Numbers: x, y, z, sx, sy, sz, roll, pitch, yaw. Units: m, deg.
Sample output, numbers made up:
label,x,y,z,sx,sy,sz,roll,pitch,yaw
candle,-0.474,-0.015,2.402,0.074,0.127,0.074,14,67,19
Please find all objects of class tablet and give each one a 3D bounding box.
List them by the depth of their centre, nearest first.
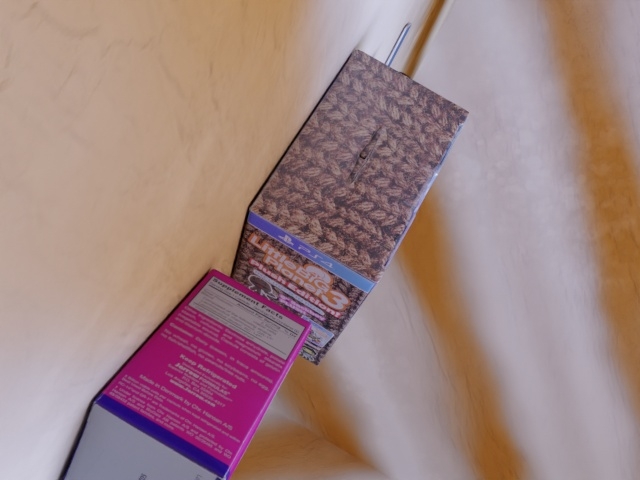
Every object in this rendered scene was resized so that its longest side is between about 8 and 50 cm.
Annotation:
label,x,y,z,sx,sy,sz,roll,pitch,yaw
tablet,0.123,-0.313,1.310,0.083,0.006,0.054,-62,177,27

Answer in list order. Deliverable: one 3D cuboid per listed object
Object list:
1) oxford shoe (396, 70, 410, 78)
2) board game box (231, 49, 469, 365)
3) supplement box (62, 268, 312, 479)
label,x,y,z,sx,sy,sz,roll,pitch,yaw
oxford shoe,0.040,-0.130,1.106,0.096,0.083,0.227,-30,155,-46
board game box,0.018,-0.024,0.925,0.232,0.141,0.291,-59,178,-27
supplement box,-0.103,0.135,0.672,0.111,0.114,0.220,-62,176,28
